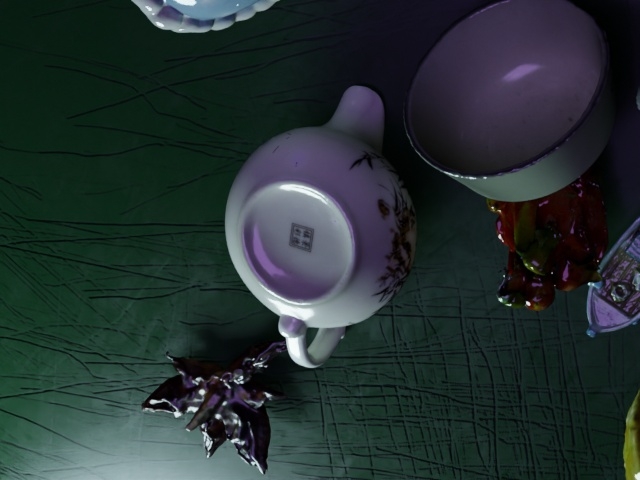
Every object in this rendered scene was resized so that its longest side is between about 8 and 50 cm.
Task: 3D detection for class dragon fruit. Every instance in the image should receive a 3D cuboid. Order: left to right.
[{"bbox_3d":[0.227,-0.009,1.611,0.142,0.175,0.138,29,138,4],"label":"dragon fruit"}]

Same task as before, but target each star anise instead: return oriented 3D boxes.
[{"bbox_3d":[-0.106,0.193,1.874,0.212,0.053,0.157,-11,103,24],"label":"star anise"}]

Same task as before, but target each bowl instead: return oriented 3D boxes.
[{"bbox_3d":[0.194,-0.122,1.566,0.211,0.211,0.112,-9,145,26],"label":"bowl"}]

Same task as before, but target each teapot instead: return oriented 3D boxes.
[{"bbox_3d":[0.000,0.000,1.713,0.208,0.166,0.299,13,121,10],"label":"teapot"}]

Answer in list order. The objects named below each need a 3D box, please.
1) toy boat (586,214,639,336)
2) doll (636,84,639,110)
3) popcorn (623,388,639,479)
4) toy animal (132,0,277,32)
[{"bbox_3d":[0.319,0.027,1.626,0.069,0.059,0.173,37,119,7],"label":"toy boat"},{"bbox_3d":[0.474,-0.140,1.469,0.340,0.158,0.246,-33,88,1],"label":"doll"},{"bbox_3d":[0.427,0.202,1.550,0.276,0.225,0.276,8,115,18],"label":"popcorn"},{"bbox_3d":[-0.109,-0.316,1.631,0.204,0.156,0.208,-18,104,31],"label":"toy animal"}]
